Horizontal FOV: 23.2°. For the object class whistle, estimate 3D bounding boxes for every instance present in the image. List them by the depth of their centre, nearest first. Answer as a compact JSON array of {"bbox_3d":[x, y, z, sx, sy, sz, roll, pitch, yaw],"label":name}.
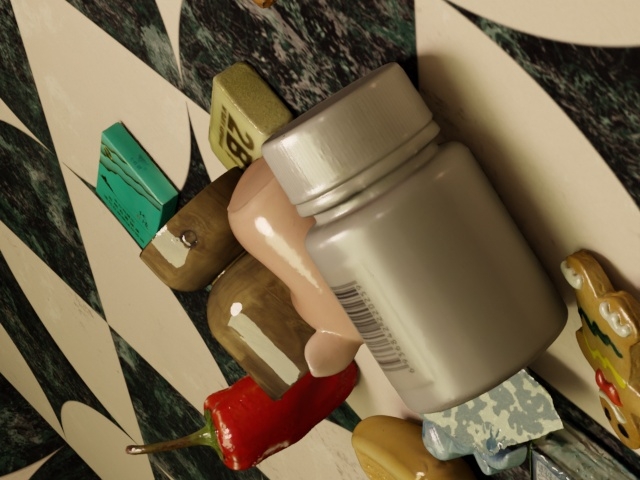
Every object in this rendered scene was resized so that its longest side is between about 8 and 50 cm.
[{"bbox_3d":[0.197,0.208,1.930,0.269,0.093,0.180,115,137,-60],"label":"whistle"}]

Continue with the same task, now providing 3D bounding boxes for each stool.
[{"bbox_3d":[-0.083,0.057,2.034,0.264,0.179,0.179,47,157,1],"label":"stool"}]

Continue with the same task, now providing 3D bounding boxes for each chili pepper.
[{"bbox_3d":[-0.102,0.265,2.276,0.131,0.338,0.134,59,159,-4],"label":"chili pepper"}]

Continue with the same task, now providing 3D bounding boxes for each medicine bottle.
[{"bbox_3d":[0.097,-0.005,1.677,0.340,0.208,0.208,58,157,-7],"label":"medicine bottle"}]

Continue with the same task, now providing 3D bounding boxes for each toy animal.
[{"bbox_3d":[0.003,0.002,1.895,0.256,0.195,0.213,45,-161,-5],"label":"toy animal"}]

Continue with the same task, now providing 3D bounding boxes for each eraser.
[{"bbox_3d":[-0.093,-0.142,2.048,0.117,0.058,0.172,47,157,17],"label":"eraser"}]

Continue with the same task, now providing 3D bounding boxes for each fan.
[{"bbox_3d":[0.196,0.191,1.842,0.240,0.009,0.131,-2,99,51],"label":"fan"}]

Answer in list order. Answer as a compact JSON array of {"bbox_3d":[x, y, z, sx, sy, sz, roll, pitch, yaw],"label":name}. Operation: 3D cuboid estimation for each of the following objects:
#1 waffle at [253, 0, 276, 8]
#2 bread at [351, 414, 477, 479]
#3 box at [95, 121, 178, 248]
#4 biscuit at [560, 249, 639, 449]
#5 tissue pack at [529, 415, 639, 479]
[{"bbox_3d":[-0.082,-0.408,1.616,0.213,0.091,0.308,47,155,18],"label":"waffle"},{"bbox_3d":[0.141,0.323,2.193,0.217,0.098,0.147,34,151,45],"label":"bread"},{"bbox_3d":[-0.305,-0.081,2.566,0.161,0.042,0.226,49,157,11],"label":"box"},{"bbox_3d":[0.308,0.130,1.638,0.158,0.035,0.240,-127,17,-53],"label":"biscuit"},{"bbox_3d":[0.333,0.343,1.883,0.173,0.073,0.235,36,152,37],"label":"tissue pack"}]
